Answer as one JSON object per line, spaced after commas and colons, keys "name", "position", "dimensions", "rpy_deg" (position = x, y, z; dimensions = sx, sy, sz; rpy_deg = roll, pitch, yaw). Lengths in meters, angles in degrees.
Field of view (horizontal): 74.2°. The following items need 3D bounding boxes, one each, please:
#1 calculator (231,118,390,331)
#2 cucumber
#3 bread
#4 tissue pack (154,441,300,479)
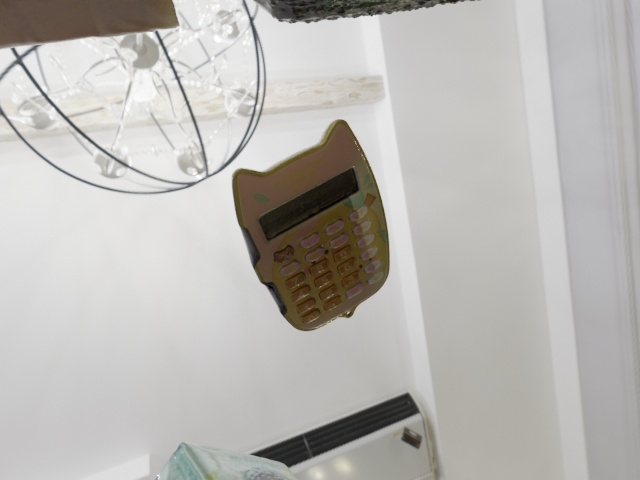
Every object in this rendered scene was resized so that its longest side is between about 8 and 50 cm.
{"name": "calculator", "position": [0.000, 0.000, 0.455], "dimensions": [0.157, 0.033, 0.236], "rpy_deg": [-29, -55, -15]}
{"name": "cucumber", "position": [0.069, -0.387, 0.633], "dimensions": [0.359, 0.096, 0.096], "rpy_deg": [-7, -83, 3]}
{"name": "bread", "position": [-0.396, -0.345, 0.591], "dimensions": [0.361, 0.138, 0.077], "rpy_deg": [-13, -99, -11]}
{"name": "tissue pack", "position": [-0.079, 0.512, 0.679], "dimensions": [0.287, 0.388, 0.162], "rpy_deg": [38, -102, -40]}
